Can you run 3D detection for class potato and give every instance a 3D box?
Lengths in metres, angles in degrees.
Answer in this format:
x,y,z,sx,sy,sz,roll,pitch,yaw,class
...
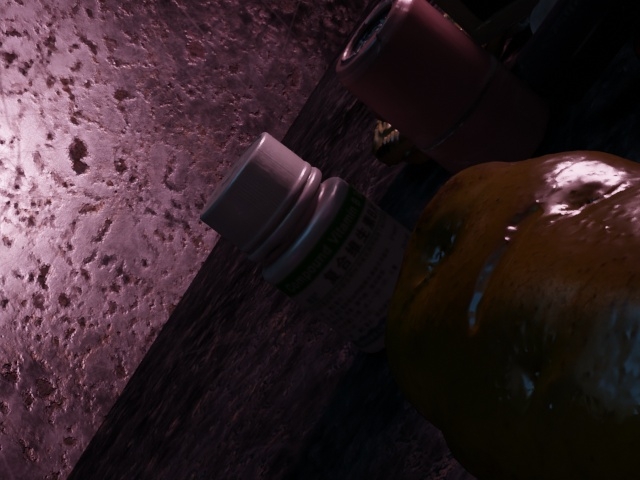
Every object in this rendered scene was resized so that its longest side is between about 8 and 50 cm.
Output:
x,y,z,sx,sy,sz,roll,pitch,yaw,class
0.155,0.052,0.595,0.196,0.176,0.369,-15,14,-13,potato

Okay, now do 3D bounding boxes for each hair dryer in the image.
x,y,z,sx,sy,sz,roll,pitch,yaw,class
0.100,-0.170,1.256,0.125,0.210,0.352,-55,15,-3,hair dryer

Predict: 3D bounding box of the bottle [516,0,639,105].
x,y,z,sx,sy,sz,roll,pitch,yaw,class
0.261,-0.229,0.933,0.244,0.072,0.082,-56,46,40,bottle

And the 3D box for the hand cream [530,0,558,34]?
x,y,z,sx,sy,sz,roll,pitch,yaw,class
0.302,-0.286,1.080,0.111,0.070,0.312,-38,-5,-18,hand cream

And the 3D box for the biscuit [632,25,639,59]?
x,y,z,sx,sy,sz,roll,pitch,yaw,class
0.374,-0.272,0.897,0.314,0.063,0.367,-46,14,29,biscuit

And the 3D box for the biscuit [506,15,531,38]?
x,y,z,sx,sy,sz,roll,pitch,yaw,class
0.326,-0.365,1.440,0.265,0.040,0.188,-47,12,35,biscuit

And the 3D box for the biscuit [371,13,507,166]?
x,y,z,sx,sy,sz,roll,pitch,yaw,class
0.160,-0.212,1.490,0.259,0.079,0.259,-57,14,23,biscuit

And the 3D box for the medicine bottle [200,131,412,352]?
x,y,z,sx,sy,sz,roll,pitch,yaw,class
0.000,0.000,1.143,0.139,0.237,0.139,-49,11,13,medicine bottle

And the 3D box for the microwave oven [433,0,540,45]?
x,y,z,sx,sy,sz,roll,pitch,yaw,class
0.280,-0.435,1.254,0.355,0.218,0.286,-30,30,44,microwave oven
